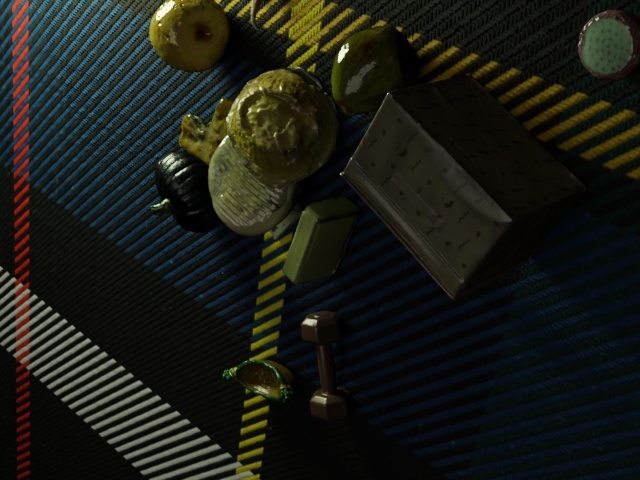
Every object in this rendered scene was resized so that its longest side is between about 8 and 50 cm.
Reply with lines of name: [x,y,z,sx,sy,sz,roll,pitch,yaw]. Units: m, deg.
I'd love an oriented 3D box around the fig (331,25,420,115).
fig: [0.090,-0.294,1.687,0.144,0.166,0.154,49,177,-25]

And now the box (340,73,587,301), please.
box: [0.230,-0.096,1.557,0.297,0.225,0.190,50,134,20]

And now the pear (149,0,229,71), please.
pear: [-0.276,-0.437,2.020,0.178,0.178,0.177,18,116,41]

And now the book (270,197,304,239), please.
book: [-0.109,-0.101,2.062,0.118,0.012,0.172,-44,72,44]

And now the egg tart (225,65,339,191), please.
egg tart: [-0.083,-0.226,1.867,0.232,0.098,0.252,-1,80,14]

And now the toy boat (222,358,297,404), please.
toy boat: [-0.125,0.319,2.171,0.230,0.088,0.088,9,109,44]

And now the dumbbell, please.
dumbbell: [0.013,0.262,2.013,0.082,0.092,0.230,-147,49,-69]

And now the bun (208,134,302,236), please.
bun: [-0.126,-0.128,1.977,0.210,0.116,0.237,31,94,22]

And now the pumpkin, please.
pumpkin: [-0.288,-0.108,2.140,0.194,0.150,0.194,20,145,15]

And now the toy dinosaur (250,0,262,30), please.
toy dinosaur: [-0.113,-0.540,1.896,0.142,0.057,0.212,-22,99,28]

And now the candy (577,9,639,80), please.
candy: [0.431,-0.287,1.416,0.103,0.043,0.103,19,117,44]

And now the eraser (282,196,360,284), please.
eraser: [0.000,0.000,1.909,0.058,0.117,0.172,45,132,31]

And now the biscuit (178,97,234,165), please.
biscuit: [-0.246,-0.247,2.132,0.183,0.039,0.174,30,125,35]

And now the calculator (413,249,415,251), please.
calculator: [0.200,0.026,1.649,0.033,0.236,0.157,-42,71,15]
